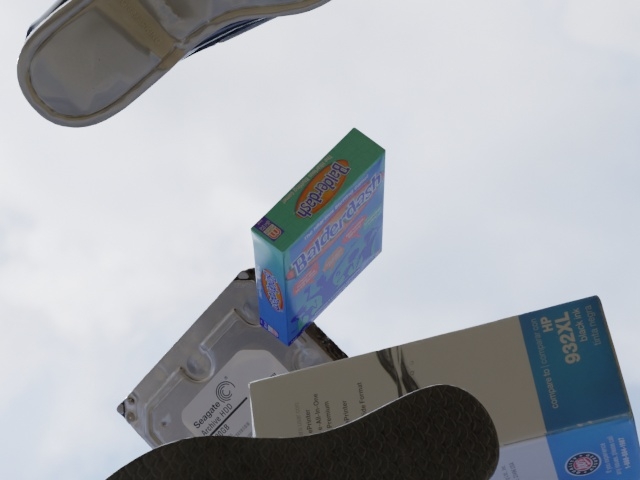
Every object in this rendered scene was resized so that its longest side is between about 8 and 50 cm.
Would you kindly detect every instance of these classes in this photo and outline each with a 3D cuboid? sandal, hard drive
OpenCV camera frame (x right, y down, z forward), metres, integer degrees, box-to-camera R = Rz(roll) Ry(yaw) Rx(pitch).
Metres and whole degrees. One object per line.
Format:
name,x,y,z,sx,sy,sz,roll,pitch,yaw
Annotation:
sandal,-0.014,0.156,0.988,0.254,0.054,0.097,-10,-108,-18
hard drive,-0.039,0.228,1.894,0.339,0.237,0.064,46,-166,8

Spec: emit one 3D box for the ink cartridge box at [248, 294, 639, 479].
ink cartridge box,0.115,0.190,1.422,0.307,0.223,0.129,-15,-128,7

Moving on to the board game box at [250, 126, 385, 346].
board game box,0.000,0.000,1.732,0.047,0.210,0.160,37,-112,20

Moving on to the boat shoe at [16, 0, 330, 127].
boat shoe,-0.047,-0.126,0.755,0.075,0.206,0.065,55,-167,-18
